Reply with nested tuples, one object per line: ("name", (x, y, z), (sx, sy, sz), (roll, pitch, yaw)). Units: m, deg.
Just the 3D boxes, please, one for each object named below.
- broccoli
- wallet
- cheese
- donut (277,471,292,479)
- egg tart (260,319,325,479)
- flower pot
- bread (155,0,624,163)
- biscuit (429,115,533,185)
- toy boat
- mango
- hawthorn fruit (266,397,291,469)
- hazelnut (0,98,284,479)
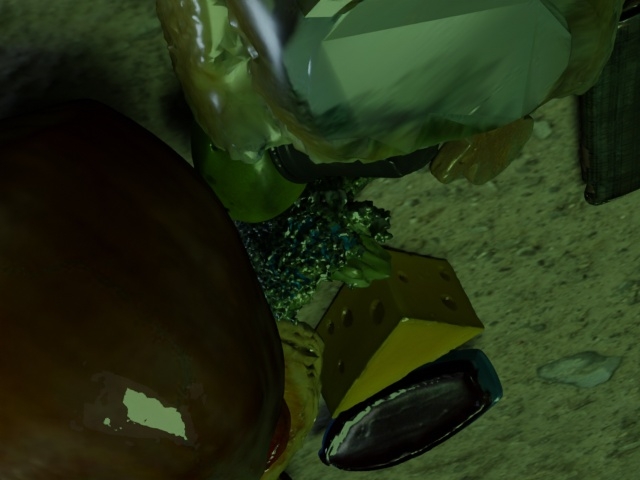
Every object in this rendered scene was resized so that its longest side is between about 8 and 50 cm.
("broccoli", (0.000, 0.000, 1.746), (0.154, 0.167, 0.160), (-11, 148, 34))
("wallet", (0.323, -0.149, 1.846), (0.169, 0.044, 0.317), (-24, 149, -5))
("cheese", (0.054, 0.098, 1.969), (0.126, 0.093, 0.171), (11, 133, -48))
("donut", (-0.096, 0.313, 2.193), (0.184, 0.073, 0.166), (9, 135, -42))
("egg tart", (-0.153, 0.155, 1.869), (0.341, 0.132, 0.341), (-18, 146, -13))
("flower pot", (0.037, -0.115, 1.566), (0.107, 0.157, 0.157), (11, 158, 24))
("bread", (0.082, -0.198, 1.360), (0.395, 0.264, 0.239), (-15, 125, -11))
("biscuit", (0.154, -0.116, 1.747), (0.153, 0.030, 0.234), (-43, 161, -7))
("toy boat", (0.093, 0.190, 2.144), (0.223, 0.100, 0.097), (-28, -176, 13))
("mango", (-0.056, -0.093, 1.617), (0.119, 0.100, 0.178), (-54, 155, -34))
("hawthorn fruit", (-0.073, 0.169, 1.765), (0.093, 0.093, 0.093), (-18, 147, -12))
("hazelnut", (-0.200, 0.066, 1.513), (0.366, 0.366, 0.366), (-18, 147, -12))
